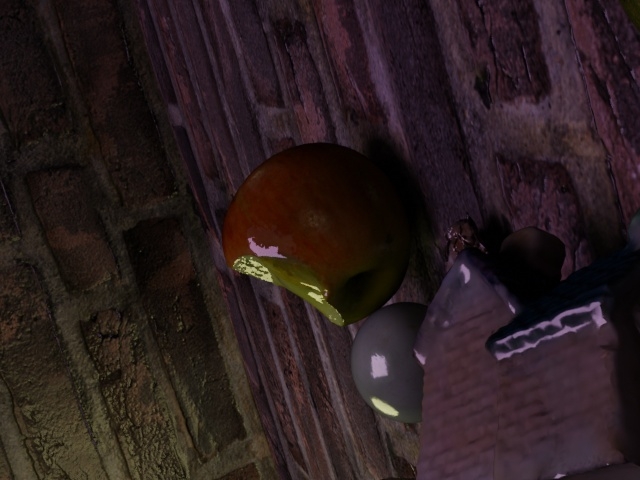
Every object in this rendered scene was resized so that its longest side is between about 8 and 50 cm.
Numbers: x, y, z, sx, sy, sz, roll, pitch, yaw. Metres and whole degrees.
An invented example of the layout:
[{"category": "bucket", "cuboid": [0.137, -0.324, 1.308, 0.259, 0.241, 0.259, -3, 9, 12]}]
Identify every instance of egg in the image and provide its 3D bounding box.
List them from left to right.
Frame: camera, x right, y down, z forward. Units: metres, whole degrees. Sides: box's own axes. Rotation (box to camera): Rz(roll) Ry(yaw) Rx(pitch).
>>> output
[{"category": "egg", "cuboid": [0.115, 0.160, 1.352, 0.149, 0.149, 0.192, 58, 175, 35]}]

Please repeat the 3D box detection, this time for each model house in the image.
[{"category": "model house", "cuboid": [0.232, 0.108, 0.875, 0.298, 0.243, 0.284, -33, 49, 47]}]

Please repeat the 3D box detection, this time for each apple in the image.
[{"category": "apple", "cuboid": [0.000, 0.000, 1.377, 0.226, 0.246, 0.246, 52, 156, 27]}]

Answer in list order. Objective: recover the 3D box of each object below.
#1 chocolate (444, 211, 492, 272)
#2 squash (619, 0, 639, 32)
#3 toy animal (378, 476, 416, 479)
[{"category": "chocolate", "cuboid": [0.216, 0.118, 1.107, 0.329, 0.065, 0.102, 63, -176, 30]}, {"category": "squash", "cuboid": [0.279, -0.125, 0.686, 0.071, 0.080, 0.318, 31, -159, -49]}, {"category": "toy animal", "cuboid": [0.206, 0.434, 1.310, 0.358, 0.188, 0.226, 47, -173, 24]}]
